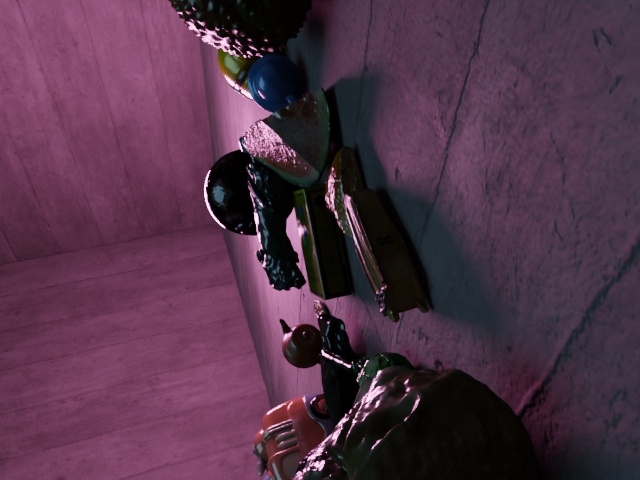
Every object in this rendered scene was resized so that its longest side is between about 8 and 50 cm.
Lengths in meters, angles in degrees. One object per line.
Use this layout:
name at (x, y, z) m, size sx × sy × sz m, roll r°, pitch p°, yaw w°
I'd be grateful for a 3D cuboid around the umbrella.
umbrella at (-0.101, -0.057, 1.253) m, size 0.143 × 0.094 × 0.349 m, roll 11°, pitch 117°, yaw 59°

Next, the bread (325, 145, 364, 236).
bread at (0.040, -0.088, 0.969) m, size 0.154 × 0.054 × 0.136 m, roll -130°, pitch 34°, yaw -58°

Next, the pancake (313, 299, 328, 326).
pancake at (0.004, 0.189, 1.409) m, size 0.108 × 0.017 × 0.108 m, roll 168°, pitch 90°, yaw -76°

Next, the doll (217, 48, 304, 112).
doll at (-0.125, -0.365, 1.278) m, size 0.199 × 0.145 × 0.363 m, roll 36°, pitch -170°, yaw -44°

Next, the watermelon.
watermelon at (-0.039, -0.172, 1.092) m, size 0.146 × 0.128 × 0.231 m, roll 64°, pitch 156°, yaw -5°

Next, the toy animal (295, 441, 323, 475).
toy animal at (0.039, 0.463, 1.157) m, size 0.122 × 0.185 × 0.298 m, roll -109°, pitch 34°, yaw -46°

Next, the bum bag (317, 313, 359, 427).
bum bag at (0.040, 0.279, 1.230) m, size 0.142 × 0.079 × 0.326 m, roll -106°, pitch 9°, yaw -49°

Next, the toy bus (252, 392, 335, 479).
toy bus at (-0.044, 0.528, 1.454) m, size 0.194 × 0.232 × 0.288 m, roll 97°, pitch 159°, yaw -46°

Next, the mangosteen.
mangosteen at (-0.167, -0.142, 1.426) m, size 0.228 × 0.228 × 0.266 m, roll 107°, pitch 162°, yaw -63°

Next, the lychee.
lychee at (-0.133, -0.436, 0.943) m, size 0.320 × 0.269 × 0.270 m, roll 120°, pitch 138°, yaw -53°

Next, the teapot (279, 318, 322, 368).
teapot at (-0.035, 0.254, 1.441) m, size 0.173 × 0.116 × 0.116 m, roll 36°, pitch 151°, yaw 15°

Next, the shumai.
shumai at (0.052, 0.283, 0.654) m, size 0.292 × 0.330 × 0.288 m, roll 57°, pitch 164°, yaw -23°

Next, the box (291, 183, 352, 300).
box at (-0.001, 0.000, 1.175) m, size 0.141 × 0.064 × 0.220 m, roll -175°, pitch 72°, yaw -78°

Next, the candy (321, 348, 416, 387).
candy at (0.060, 0.213, 0.989) m, size 0.323 × 0.097 × 0.097 m, roll 180°, pitch 79°, yaw -68°

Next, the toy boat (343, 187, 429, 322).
toy boat at (0.084, 0.017, 0.841) m, size 0.088 × 0.068 × 0.226 m, roll 88°, pitch 164°, yaw -54°
